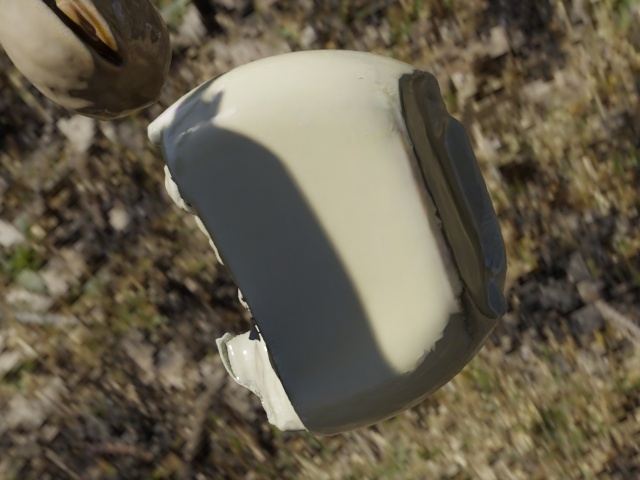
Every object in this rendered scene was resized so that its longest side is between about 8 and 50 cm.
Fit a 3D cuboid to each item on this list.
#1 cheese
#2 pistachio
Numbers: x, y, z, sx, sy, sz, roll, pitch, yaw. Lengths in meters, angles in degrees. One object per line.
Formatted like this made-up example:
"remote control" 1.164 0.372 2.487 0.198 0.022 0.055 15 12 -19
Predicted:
"cheese" 0.000 0.000 1.336 0.233 0.127 0.266 -21 93 16
"pistachio" -0.222 -0.198 1.661 0.126 0.223 0.152 -44 14 -3
